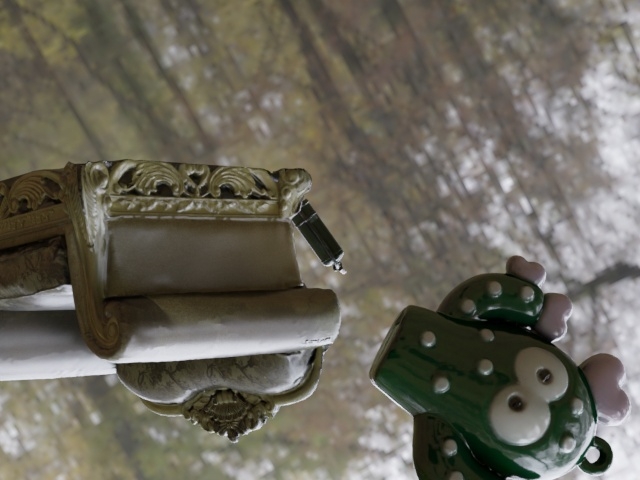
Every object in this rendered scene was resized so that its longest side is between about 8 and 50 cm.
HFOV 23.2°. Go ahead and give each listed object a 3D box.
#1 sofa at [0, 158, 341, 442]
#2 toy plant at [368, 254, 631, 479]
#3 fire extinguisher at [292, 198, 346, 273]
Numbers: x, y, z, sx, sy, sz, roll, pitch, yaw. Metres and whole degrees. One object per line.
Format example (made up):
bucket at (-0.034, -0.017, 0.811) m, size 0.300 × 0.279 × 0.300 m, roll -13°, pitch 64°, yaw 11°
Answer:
sofa at (-0.140, 0.052, 1.061) m, size 0.200 × 0.182 × 0.258 m, roll 2°, pitch 171°, yaw -44°
toy plant at (0.170, 0.146, 1.455) m, size 0.233 × 0.243 × 0.112 m, roll -35°, pitch 174°, yaw -18°
fire extinguisher at (0.000, 0.000, 1.517) m, size 0.025 × 0.083 × 0.038 m, roll -35°, pitch -176°, yaw 5°
